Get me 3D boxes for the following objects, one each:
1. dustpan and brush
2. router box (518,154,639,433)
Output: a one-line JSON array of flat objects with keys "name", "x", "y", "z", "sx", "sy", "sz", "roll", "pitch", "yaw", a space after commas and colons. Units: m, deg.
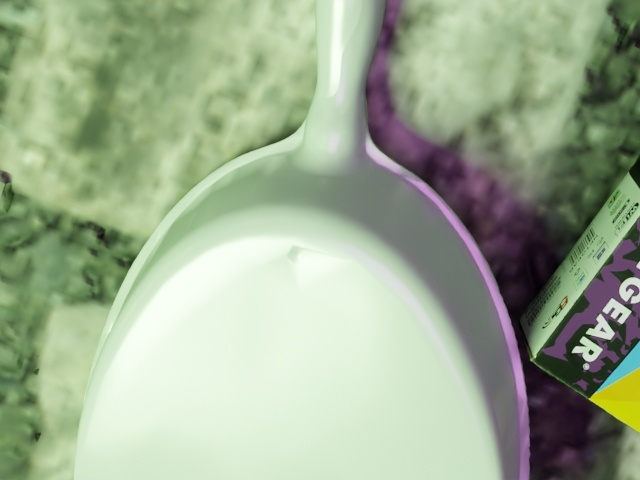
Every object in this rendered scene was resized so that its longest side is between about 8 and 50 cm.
[{"name": "dustpan and brush", "x": 0.000, "y": 0.000, "z": 0.568, "sx": 0.147, "sy": 0.060, "sz": 0.211, "roll": 9, "pitch": 112, "yaw": 11}, {"name": "router box", "x": 0.166, "y": -0.004, "z": 0.565, "sx": 0.133, "sy": 0.046, "sz": 0.179, "roll": 33, "pitch": 103, "yaw": -8}]
